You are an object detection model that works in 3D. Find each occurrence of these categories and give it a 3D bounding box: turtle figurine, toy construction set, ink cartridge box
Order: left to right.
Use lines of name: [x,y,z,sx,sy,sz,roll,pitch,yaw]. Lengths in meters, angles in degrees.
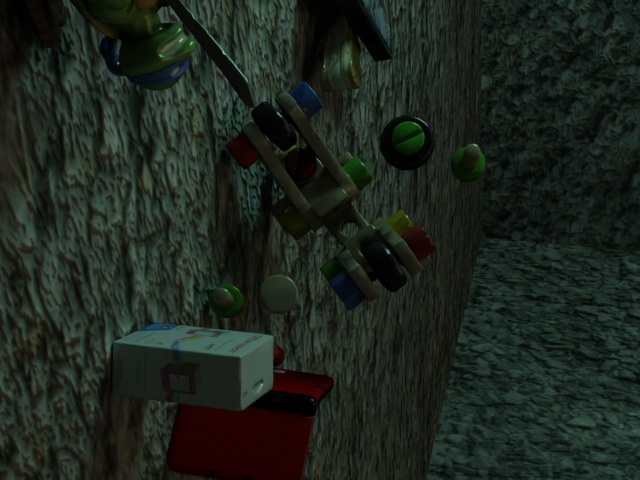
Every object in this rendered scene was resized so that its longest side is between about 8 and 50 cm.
turtle figurine: [-0.098,-0.234,0.615,0.197,0.274,0.266,-38,115,-26]
ink cartridge box: [-0.111,0.111,0.889,0.088,0.122,0.052,-24,119,-72]
toy construction set: [0.000,0.000,1.140,0.309,0.257,0.237,-62,173,-8]

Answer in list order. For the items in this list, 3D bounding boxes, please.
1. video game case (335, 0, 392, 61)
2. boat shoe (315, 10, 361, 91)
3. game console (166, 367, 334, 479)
video game case: [0.055,-0.417,1.373,0.248,0.035,0.275,28,57,-73]
boat shoe: [0.021,-0.261,1.356,0.170,0.059,0.063,-88,160,-50]
game console: [-0.069,0.187,1.026,0.124,0.143,0.085,-30,125,-71]
